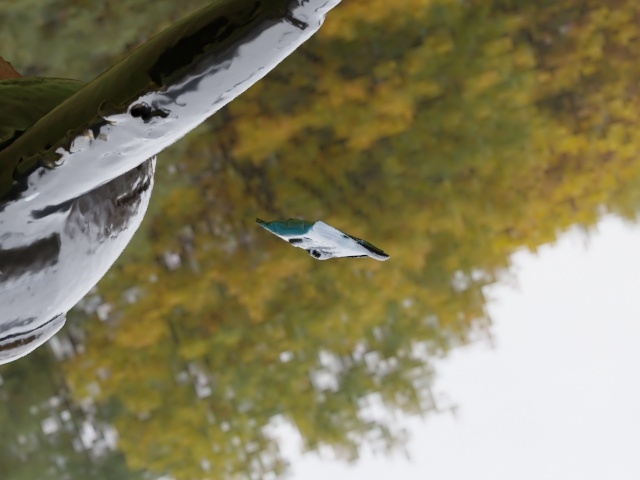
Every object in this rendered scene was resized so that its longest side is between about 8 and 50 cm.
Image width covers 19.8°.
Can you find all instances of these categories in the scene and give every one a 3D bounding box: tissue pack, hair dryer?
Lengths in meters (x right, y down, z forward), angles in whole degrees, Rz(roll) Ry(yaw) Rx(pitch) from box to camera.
[{"bbox_3d":[0.000,0.000,1.784,0.085,0.028,0.138,23,169,-26],"label":"tissue pack"},{"bbox_3d":[-0.095,-0.038,0.660,0.359,0.120,0.304,-31,180,37],"label":"hair dryer"}]

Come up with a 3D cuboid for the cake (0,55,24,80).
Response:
[{"bbox_3d":[-0.271,-0.062,1.012,0.283,0.151,0.177,36,-85,36],"label":"cake"}]
